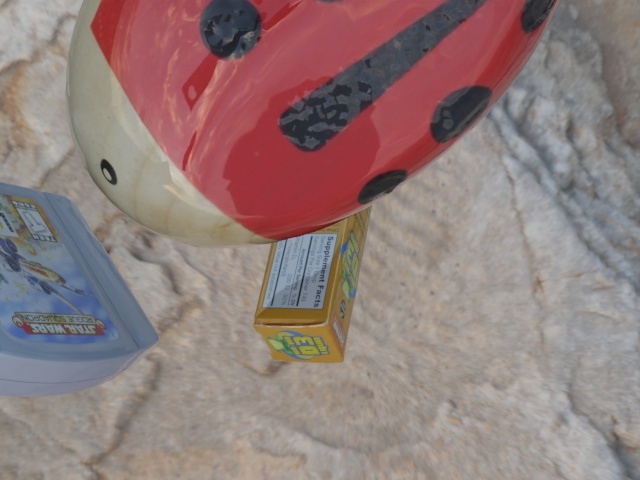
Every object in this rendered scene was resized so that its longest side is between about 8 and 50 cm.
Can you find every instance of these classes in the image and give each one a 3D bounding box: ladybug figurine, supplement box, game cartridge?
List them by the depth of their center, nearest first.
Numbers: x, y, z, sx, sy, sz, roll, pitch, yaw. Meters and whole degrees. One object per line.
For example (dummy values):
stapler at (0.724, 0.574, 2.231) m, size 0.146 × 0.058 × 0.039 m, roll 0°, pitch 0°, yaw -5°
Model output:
ladybug figurine at (0.008, -0.150, 0.750) m, size 0.449 × 0.162 × 0.305 m, roll -40°, pitch 125°, yaw 15°
game cartridge at (-0.254, 0.034, 0.826) m, size 0.062 × 0.297 × 0.198 m, roll -45°, pitch 70°, yaw 13°
supplement box at (0.000, 0.000, 0.983) m, size 0.080 × 0.078 × 0.233 m, roll 2°, pitch 57°, yaw 19°
